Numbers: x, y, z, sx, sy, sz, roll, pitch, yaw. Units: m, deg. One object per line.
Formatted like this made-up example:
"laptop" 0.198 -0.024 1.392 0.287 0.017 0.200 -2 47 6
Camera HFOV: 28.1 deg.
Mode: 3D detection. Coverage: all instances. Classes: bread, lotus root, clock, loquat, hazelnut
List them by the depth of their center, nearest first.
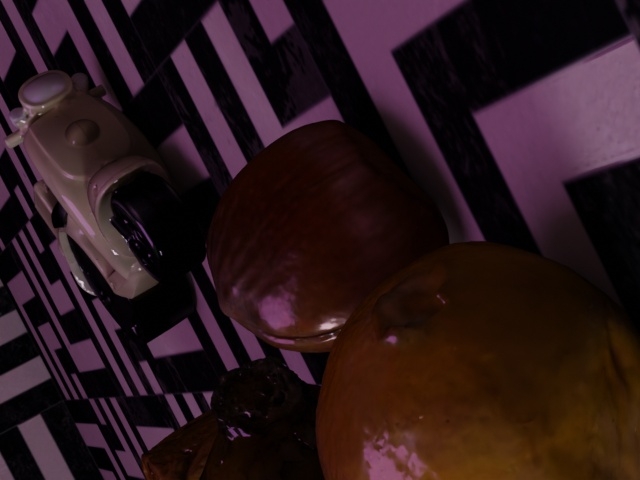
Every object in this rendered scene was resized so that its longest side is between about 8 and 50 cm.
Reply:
"loquat" 0.091 0.104 0.685 0.176 0.187 0.234 21 160 45
"hazelnut" 0.000 0.000 0.836 0.150 0.150 0.150 49 156 31
"lotus root" 0.020 0.284 1.064 0.179 0.196 0.398 -13 104 58
"bread" -0.088 0.250 1.340 0.143 0.158 0.149 58 158 -2
"clock" -0.232 -0.030 1.388 0.276 0.120 0.379 52 158 11
